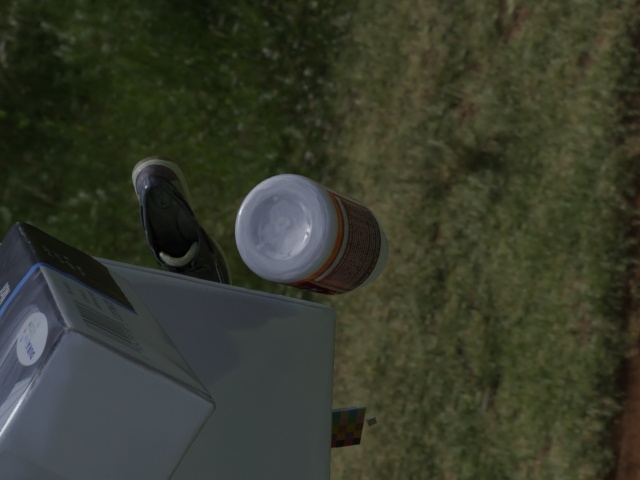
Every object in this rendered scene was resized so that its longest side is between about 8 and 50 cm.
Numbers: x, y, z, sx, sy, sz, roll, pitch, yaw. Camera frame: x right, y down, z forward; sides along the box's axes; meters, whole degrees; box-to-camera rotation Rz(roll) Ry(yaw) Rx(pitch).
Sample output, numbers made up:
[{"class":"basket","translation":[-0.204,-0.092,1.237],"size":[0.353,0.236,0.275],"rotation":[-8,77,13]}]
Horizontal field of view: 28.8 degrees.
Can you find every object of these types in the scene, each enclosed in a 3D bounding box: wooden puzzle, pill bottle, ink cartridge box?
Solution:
[{"class":"wooden puzzle","translation":[0.022,0.203,1.356],"size":[0.006,0.083,0.049],"rotation":[-126,39,-55]},{"class":"pill bottle","translation":[0.000,0.000,1.015],"size":[0.086,0.152,0.086],"rotation":[-4,80,24]},{"class":"ink cartridge box","translation":[-0.166,0.160,0.461],"size":[0.333,0.065,0.165],"rotation":[-60,24,0]}]

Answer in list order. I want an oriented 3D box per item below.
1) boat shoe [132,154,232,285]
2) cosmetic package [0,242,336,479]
[{"class":"boat shoe","translation":[-0.168,0.007,1.492],"size":[0.080,0.224,0.073],"rotation":[-15,31,8]},{"class":"cosmetic package","translation":[-0.211,0.246,1.099],"size":[0.329,0.327,0.394],"rotation":[-20,63,53]}]
